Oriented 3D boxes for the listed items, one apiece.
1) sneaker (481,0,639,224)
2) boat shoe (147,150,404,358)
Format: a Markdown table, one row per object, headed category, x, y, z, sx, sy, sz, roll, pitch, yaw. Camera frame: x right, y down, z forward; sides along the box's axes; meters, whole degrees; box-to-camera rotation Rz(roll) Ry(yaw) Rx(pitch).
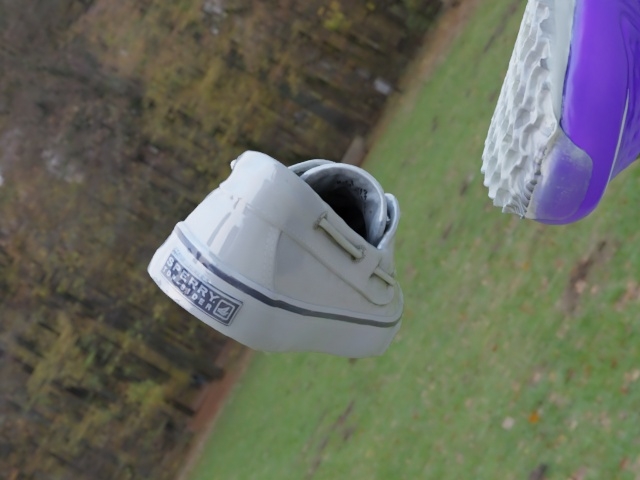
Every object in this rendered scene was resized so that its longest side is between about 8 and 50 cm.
| category | x | y | z | sx | sy | sz | roll | pitch | yaw |
| --- | --- | --- | --- | --- | --- | --- | --- | --- | --- |
| sneaker | 0.174 | -0.096 | 0.617 | 0.293 | 0.146 | 0.102 | -63 | -12 | -52 |
| boat shoe | 0.000 | 0.000 | 0.646 | 0.088 | 0.096 | 0.267 | -56 | -20 | 7 |
